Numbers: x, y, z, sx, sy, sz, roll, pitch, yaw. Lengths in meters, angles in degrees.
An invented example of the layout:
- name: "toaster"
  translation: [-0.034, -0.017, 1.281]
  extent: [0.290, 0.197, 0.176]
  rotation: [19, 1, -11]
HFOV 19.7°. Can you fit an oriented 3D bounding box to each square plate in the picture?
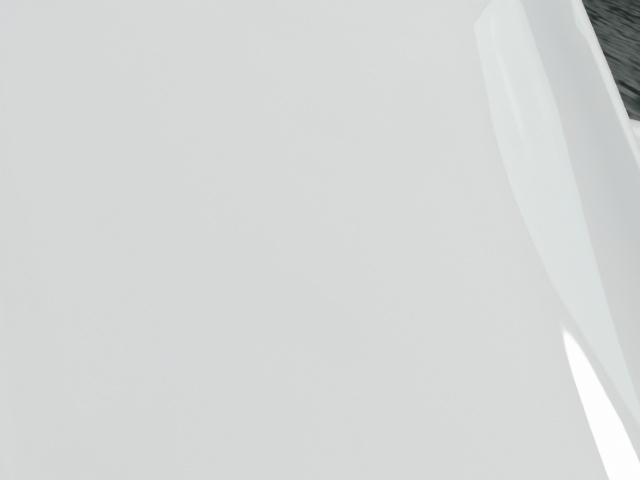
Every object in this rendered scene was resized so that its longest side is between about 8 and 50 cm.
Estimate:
- name: "square plate"
  translation: [0.000, 0.000, 0.611]
  extent: [0.347, 0.049, 0.344]
  rotation: [8, 56, -40]

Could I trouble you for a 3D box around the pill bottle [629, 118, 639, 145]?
- name: "pill bottle"
  translation: [0.193, -0.025, 1.186]
  extent: [0.108, 0.108, 0.180]
  rotation: [25, 8, 15]
